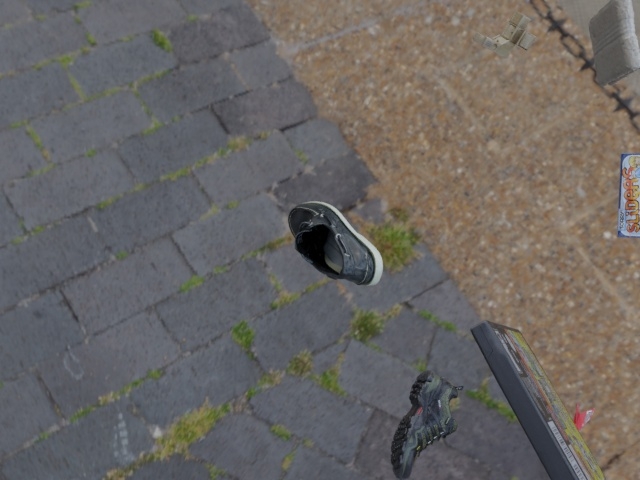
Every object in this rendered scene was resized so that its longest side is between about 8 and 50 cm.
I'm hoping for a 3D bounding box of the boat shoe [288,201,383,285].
[{"bbox_3d":[-0.001,0.004,1.706,0.113,0.127,0.340,-2,31,-35],"label":"boat shoe"}]

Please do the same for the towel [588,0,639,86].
[{"bbox_3d":[0.740,-0.496,1.885,0.049,0.282,0.187,-11,92,6],"label":"towel"}]

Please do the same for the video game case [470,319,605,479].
[{"bbox_3d":[0.333,0.254,1.136,0.035,0.248,0.274,-33,69,17],"label":"video game case"}]

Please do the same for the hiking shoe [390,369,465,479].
[{"bbox_3d":[0.223,0.387,1.533,0.114,0.086,0.226,23,82,-7],"label":"hiking shoe"}]

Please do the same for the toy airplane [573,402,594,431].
[{"bbox_3d":[0.444,0.349,1.317,0.028,0.151,0.151,14,53,32],"label":"toy airplane"}]

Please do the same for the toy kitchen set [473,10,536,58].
[{"bbox_3d":[0.350,-0.388,1.406,0.075,0.083,0.068,13,27,-36],"label":"toy kitchen set"}]

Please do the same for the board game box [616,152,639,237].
[{"bbox_3d":[0.776,-0.106,1.772,0.136,0.035,0.201,2,94,19],"label":"board game box"}]
